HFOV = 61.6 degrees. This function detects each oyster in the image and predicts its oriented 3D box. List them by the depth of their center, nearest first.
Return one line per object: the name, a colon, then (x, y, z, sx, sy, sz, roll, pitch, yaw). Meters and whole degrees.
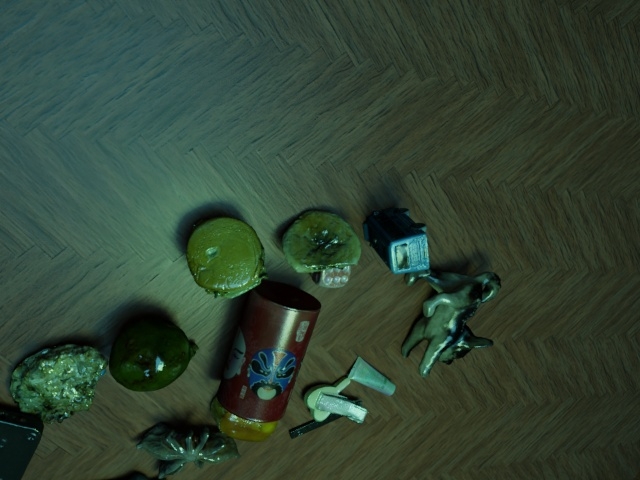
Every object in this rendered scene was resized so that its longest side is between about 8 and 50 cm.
oyster: (-0.643, 0.356, 1.340, 0.260, 0.092, 0.198, -30, 118, -7)

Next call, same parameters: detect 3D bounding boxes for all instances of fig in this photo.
fig: (-0.407, 0.296, 1.372, 0.245, 0.195, 0.195, 28, 95, -52)

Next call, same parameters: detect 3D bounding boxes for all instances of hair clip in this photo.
hair clip: (0.048, 0.507, 1.702, 0.219, 0.071, 0.158, 23, 86, -26)

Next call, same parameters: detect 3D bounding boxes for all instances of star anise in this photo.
star anise: (-0.375, 0.581, 1.513, 0.258, 0.110, 0.198, -11, 129, 1)

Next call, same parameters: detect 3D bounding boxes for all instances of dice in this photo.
dice: (0.028, 0.079, 1.536, 0.093, 0.091, 0.094, -3, 109, -23)

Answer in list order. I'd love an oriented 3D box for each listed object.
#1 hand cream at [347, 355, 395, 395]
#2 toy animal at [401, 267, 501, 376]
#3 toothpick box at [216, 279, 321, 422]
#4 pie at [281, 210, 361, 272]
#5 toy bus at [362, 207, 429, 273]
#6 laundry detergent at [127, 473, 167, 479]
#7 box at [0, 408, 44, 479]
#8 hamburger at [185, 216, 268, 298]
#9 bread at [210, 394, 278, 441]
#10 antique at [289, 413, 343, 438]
hand cream: (0.170, 0.449, 1.754, 0.174, 0.047, 0.076, 35, 75, -25)
toy animal: (0.433, 0.255, 1.718, 0.303, 0.194, 0.343, -7, 116, -16)
toothpick box: (-0.143, 0.299, 1.475, 0.204, 0.204, 0.333, 13, 101, -27)
pie: (0.000, 0.001, 1.473, 0.218, 0.184, 0.052, -9, 154, -10)
toy bus: (0.214, -0.003, 1.507, 0.135, 0.246, 0.113, -13, 113, -7)
laundry detergent: (-0.559, 0.736, 1.509, 0.290, 0.094, 0.143, -7, 104, -25)
box: (-0.871, 0.477, 1.277, 0.350, 0.058, 0.211, 25, 102, -23)
hamburger: (-0.240, 0.036, 1.373, 0.190, 0.122, 0.215, -24, 84, -6)
bread: (-0.216, 0.511, 1.570, 0.191, 0.114, 0.132, 25, 94, -34)
antique: (-0.009, 0.590, 1.737, 0.192, 0.015, 0.031, -18, 114, -17)
